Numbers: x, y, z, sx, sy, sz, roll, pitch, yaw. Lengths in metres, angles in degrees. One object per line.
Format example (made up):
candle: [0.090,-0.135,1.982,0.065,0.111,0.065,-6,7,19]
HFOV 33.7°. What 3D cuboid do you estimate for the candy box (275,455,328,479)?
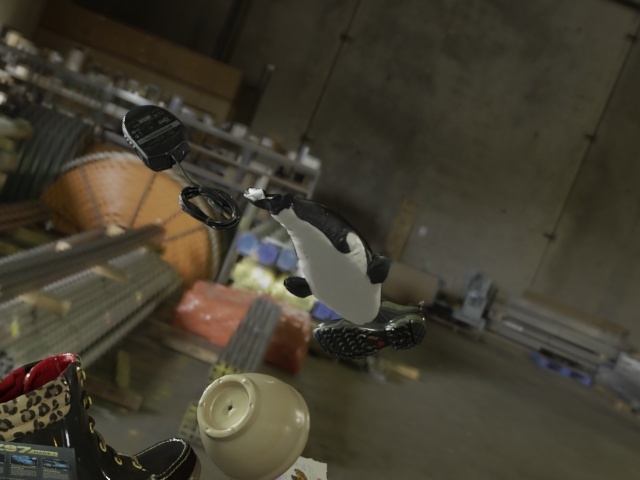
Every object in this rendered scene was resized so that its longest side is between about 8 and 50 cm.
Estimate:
candy box: [-0.079,0.519,2.219,0.196,0.070,0.165,21,25,-17]

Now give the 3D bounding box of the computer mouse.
computer mouse: [-0.174,-0.088,1.321,0.242,0.071,0.041,50,-22,32]

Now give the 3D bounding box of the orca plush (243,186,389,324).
orca plush: [0.000,0.000,1.492,0.287,0.151,0.102,37,36,-32]

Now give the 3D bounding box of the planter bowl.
planter bowl: [-0.111,0.258,1.528,0.162,0.162,0.109,25,-15,40]

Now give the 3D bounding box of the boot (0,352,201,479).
boot: [-0.338,0.303,1.551,0.138,0.284,0.377,-4,15,38]

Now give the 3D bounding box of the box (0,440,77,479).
box: [-0.387,0.277,1.165,0.232,0.059,0.183,10,11,-18]

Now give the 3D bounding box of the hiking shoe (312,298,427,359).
hiking shoe: [0.099,0.170,2.096,0.226,0.086,0.114,-5,29,9]
